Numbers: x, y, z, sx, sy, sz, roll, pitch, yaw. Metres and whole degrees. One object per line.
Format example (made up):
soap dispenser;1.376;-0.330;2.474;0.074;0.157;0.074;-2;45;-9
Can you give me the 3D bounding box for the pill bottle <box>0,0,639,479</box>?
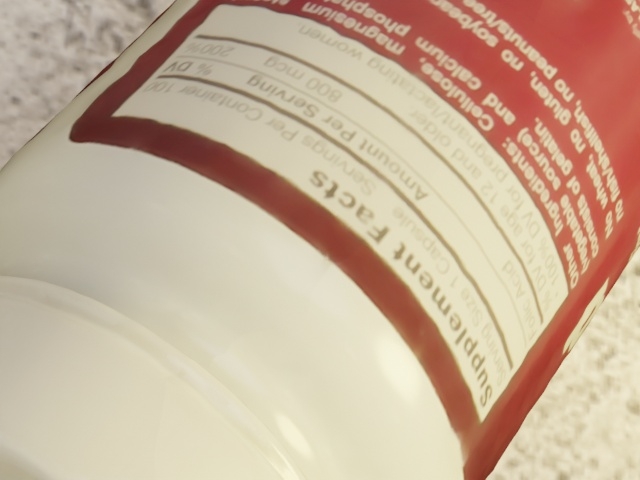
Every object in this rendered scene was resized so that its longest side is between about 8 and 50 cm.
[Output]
pill bottle;0.000;0.000;0.741;0.224;0.224;0.392;42;56;-3
